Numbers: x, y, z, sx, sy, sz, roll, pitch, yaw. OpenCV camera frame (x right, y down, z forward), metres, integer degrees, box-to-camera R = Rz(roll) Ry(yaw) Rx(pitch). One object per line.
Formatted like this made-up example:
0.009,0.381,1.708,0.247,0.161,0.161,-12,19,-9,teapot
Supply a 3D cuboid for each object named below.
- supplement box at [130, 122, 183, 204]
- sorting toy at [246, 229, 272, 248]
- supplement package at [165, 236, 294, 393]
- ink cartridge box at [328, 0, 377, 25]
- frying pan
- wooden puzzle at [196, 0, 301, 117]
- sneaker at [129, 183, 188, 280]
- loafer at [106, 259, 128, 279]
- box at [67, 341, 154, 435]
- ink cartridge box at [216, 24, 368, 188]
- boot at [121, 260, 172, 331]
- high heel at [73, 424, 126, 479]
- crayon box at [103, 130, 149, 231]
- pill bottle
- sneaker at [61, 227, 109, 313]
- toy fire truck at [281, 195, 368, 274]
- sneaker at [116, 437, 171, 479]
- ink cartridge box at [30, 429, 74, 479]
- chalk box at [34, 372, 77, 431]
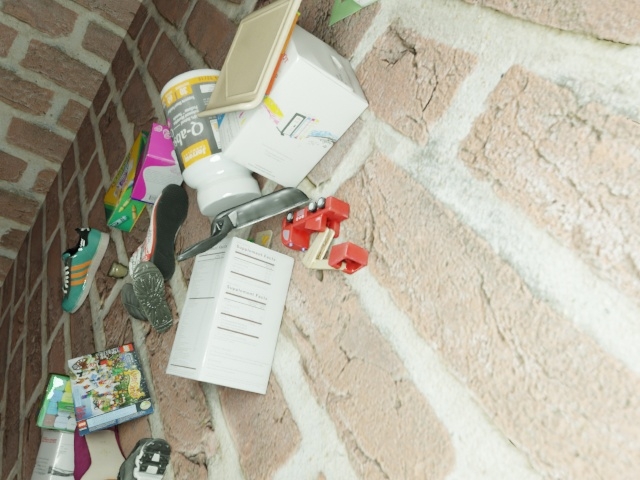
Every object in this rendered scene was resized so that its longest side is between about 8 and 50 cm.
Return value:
-0.428,-0.197,1.571,0.220,0.111,0.114,-43,39,51,supplement box
-0.129,0.012,1.174,0.083,0.012,0.062,-9,65,51,sorting toy
-0.158,0.132,1.037,0.139,0.133,0.244,-8,66,52,supplement package
0.089,-0.546,1.163,0.235,0.056,0.171,0,72,52,ink cartridge box
-0.155,-0.029,1.003,0.197,0.326,0.053,-15,97,49,frying pan
-0.116,-0.318,1.025,0.221,0.044,0.239,11,74,56,wooden puzzle
-0.431,-0.011,1.529,0.145,0.090,0.270,-19,59,45,sneaker
-0.608,0.093,1.750,0.056,0.050,0.148,-67,18,-6,loafer
-0.491,0.336,1.356,0.233,0.159,0.044,42,141,54,box
-0.060,-0.254,1.094,0.233,0.168,0.171,-46,39,27,ink cartridge box
-0.438,0.127,1.430,0.208,0.076,0.190,18,120,59,boot
-0.492,0.541,1.304,0.377,0.127,0.181,-109,36,-47,high heel
-0.585,-0.187,1.846,0.278,0.081,0.165,-55,36,18,crayon box
-0.226,-0.203,1.230,0.162,0.162,0.279,-29,75,42,pill bottle
-0.834,0.096,1.989,0.108,0.121,0.302,21,89,56,sneaker
0.000,0.000,0.975,0.192,0.047,0.135,-21,54,46,toy fire truck
-0.374,0.507,1.174,0.106,0.078,0.234,-4,65,56,sneaker
-0.680,0.610,1.510,0.160,0.092,0.220,-19,56,47,ink cartridge box
-0.651,0.420,1.514,0.213,0.132,0.132,-19,55,60,chalk box
